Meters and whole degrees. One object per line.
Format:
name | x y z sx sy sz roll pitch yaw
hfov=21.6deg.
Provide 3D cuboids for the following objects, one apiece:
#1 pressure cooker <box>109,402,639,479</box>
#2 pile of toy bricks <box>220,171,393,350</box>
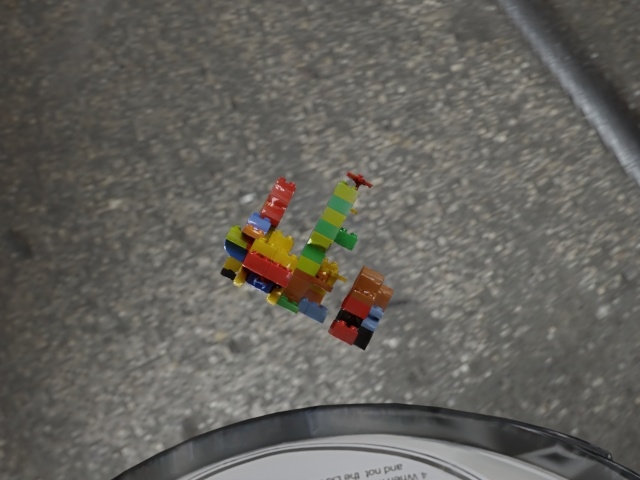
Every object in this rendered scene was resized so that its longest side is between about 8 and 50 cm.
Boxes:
pressure cooker | 0.037 0.259 0.631 0.375 0.420 0.370 32 77 22
pile of toy bricks | 0.000 0.000 1.154 0.118 0.212 0.105 28 89 -4
